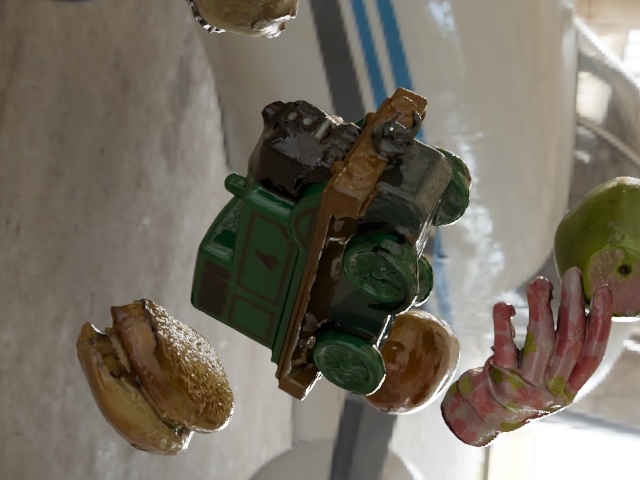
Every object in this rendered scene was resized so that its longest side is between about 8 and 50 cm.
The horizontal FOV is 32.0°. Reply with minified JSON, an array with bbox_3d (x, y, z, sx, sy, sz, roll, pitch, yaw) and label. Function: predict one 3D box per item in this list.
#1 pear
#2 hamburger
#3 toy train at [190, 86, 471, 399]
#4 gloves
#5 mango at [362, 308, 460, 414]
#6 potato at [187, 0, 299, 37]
[{"bbox_3d":[0.399,0.005,1.473,0.219,0.188,0.187,-57,150,-55],"label":"pear"},{"bbox_3d":[-0.213,0.195,1.434,0.283,0.144,0.156,49,17,-58],"label":"hamburger"},{"bbox_3d":[0.000,0.000,1.176,0.178,0.249,0.429,-56,167,-40],"label":"toy train"},{"bbox_3d":[0.256,0.144,1.310,0.241,0.145,0.126,-44,-151,31],"label":"gloves"},{"bbox_3d":[0.123,0.171,1.553,0.151,0.120,0.221,-59,155,2],"label":"mango"},{"bbox_3d":[-0.004,-0.444,1.542,0.290,0.296,0.397,-24,131,-62],"label":"potato"}]
